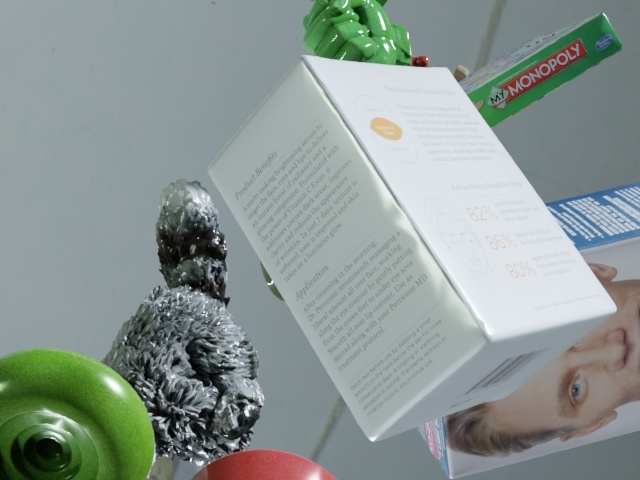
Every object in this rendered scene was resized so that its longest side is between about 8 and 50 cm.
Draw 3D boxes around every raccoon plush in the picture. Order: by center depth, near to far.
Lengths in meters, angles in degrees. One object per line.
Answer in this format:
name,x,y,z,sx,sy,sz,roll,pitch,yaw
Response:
raccoon plush,-0.271,0.142,1.568,0.299,0.216,0.447,1,59,-32

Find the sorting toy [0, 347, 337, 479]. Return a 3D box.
sorting toy,-0.149,0.157,0.713,0.365,0.126,0.127,26,113,-8

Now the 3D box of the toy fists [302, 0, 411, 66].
toy fists,0.039,-0.339,1.708,0.142,0.096,0.279,5,58,-25

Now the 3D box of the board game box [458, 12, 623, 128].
board game box,0.190,-0.166,1.349,0.213,0.317,0.046,-31,96,-3

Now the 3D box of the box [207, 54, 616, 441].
box,0.046,-0.001,0.622,0.091,0.130,0.170,-46,65,33

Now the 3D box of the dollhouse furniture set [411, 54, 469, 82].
dollhouse furniture set,0.101,-0.138,1.940,0.201,0.152,0.374,33,61,0

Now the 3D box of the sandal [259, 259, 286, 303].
sandal,0.000,0.002,1.074,0.086,0.303,0.120,-7,75,-27

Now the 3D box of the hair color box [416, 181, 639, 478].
hair color box,0.241,0.055,0.954,0.347,0.105,0.174,-13,113,-9
